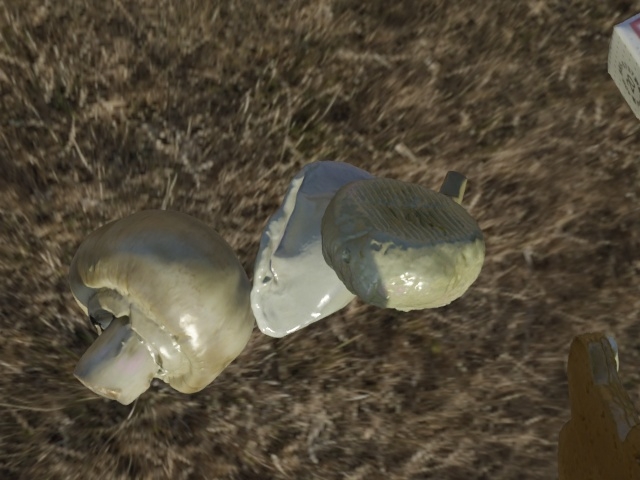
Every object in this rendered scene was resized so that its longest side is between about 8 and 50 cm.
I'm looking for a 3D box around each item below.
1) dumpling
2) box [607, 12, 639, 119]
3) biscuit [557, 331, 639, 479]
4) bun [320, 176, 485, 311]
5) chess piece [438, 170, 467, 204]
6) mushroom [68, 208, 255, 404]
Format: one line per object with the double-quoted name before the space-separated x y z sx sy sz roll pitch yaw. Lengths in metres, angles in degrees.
"dumpling" 0.000 0.000 1.368 0.229 0.124 0.151 -43 112 -30
"box" 0.383 -0.060 0.913 0.210 0.095 0.330 -28 70 0
"biscuit" 0.211 0.176 0.835 0.035 0.240 0.158 -6 123 -7
"bun" 0.054 0.007 0.861 0.115 0.115 0.069 15 119 -6
"chess piece" 0.160 -0.012 1.701 0.090 0.200 0.090 2 61 -3
"mushroom" -0.210 0.092 1.518 0.253 0.260 0.234 24 56 31
